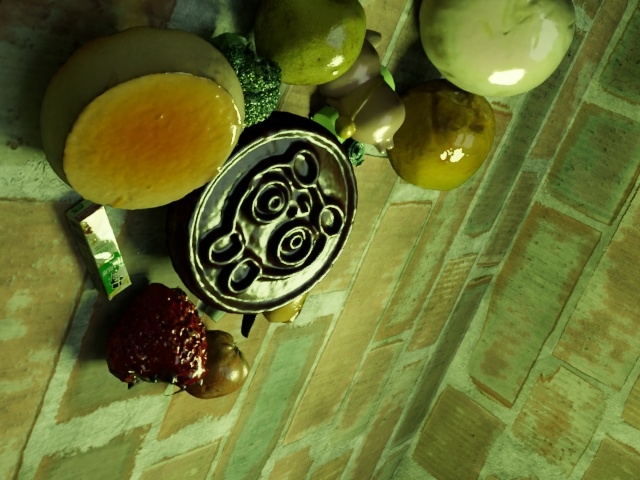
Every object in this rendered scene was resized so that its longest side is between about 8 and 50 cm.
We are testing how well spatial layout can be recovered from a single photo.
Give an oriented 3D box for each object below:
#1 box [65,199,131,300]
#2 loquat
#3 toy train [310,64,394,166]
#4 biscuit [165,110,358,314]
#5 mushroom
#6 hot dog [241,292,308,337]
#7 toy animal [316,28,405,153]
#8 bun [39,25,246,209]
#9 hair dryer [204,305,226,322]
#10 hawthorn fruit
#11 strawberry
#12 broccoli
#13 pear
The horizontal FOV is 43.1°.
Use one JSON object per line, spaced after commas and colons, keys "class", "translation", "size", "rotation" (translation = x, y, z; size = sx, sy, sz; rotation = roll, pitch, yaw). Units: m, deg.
{"class": "box", "translation": [-0.369, 0.016, 1.354], "size": [0.050, 0.041, 0.207], "rotation": [-43, 149, -29]}
{"class": "loquat", "translation": [0.296, -0.252, 1.993], "size": [0.276, 0.276, 0.284], "rotation": [-33, 146, -41]}
{"class": "toy train", "translation": [0.076, -0.276, 1.767], "size": [0.253, 0.105, 0.157], "rotation": [-45, 137, -29]}
{"class": "biscuit", "translation": [-0.094, -0.040, 1.515], "size": [0.407, 0.091, 0.408], "rotation": [-21, 128, -31]}
{"class": "mushroom", "translation": [0.410, -0.523, 1.846], "size": [0.353, 0.353, 0.325], "rotation": [-39, 160, -35]}
{"class": "hot dog", "translation": [-0.059, 0.068, 1.767], "size": [0.194, 0.107, 0.326], "rotation": [-93, -152, -62]}
{"class": "toy animal", "translation": [0.080, -0.292, 1.626], "size": [0.248, 0.149, 0.165], "rotation": [68, 19, -10]}
{"class": "bun", "translation": [-0.259, -0.192, 1.180], "size": [0.298, 0.165, 0.299], "rotation": [-19, 149, -12]}
{"class": "hair dryer", "translation": [-0.222, 0.097, 1.699], "size": [0.106, 0.054, 0.154], "rotation": [-48, 142, -11]}
{"class": "hawthorn fruit", "translation": [-0.237, 0.287, 1.745], "size": [0.189, 0.149, 0.149], "rotation": [-61, 154, -6]}
{"class": "strawberry", "translation": [-0.300, 0.179, 1.512], "size": [0.184, 0.186, 0.202], "rotation": [6, 84, -41]}
{"class": "broccoli", "translation": [-0.153, -0.257, 1.330], "size": [0.195, 0.195, 0.156], "rotation": [-22, 100, -50]}
{"class": "pear", "translation": [-0.022, -0.359, 1.404], "size": [0.197, 0.197, 0.197], "rotation": [-41, 148, -32]}
